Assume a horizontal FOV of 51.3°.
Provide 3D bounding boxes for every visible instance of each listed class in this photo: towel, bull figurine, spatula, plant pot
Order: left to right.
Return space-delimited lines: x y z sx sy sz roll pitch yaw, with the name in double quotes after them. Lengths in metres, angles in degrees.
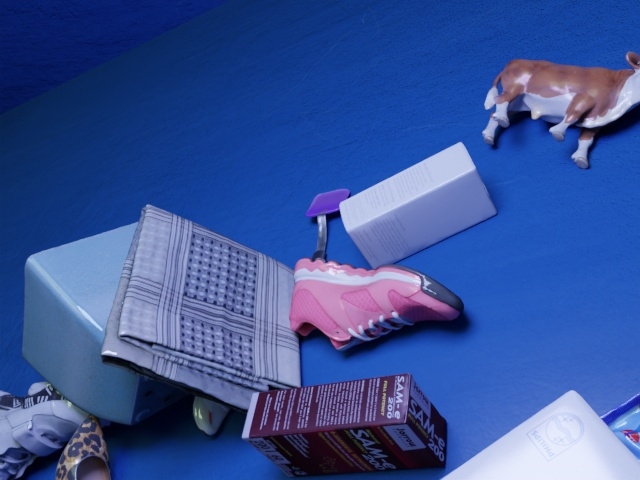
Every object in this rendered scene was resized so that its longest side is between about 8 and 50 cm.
-0.321 0.155 1.122 0.252 0.248 0.247 41 41 26 "plant pot"
-0.167 0.107 1.061 0.056 0.312 0.324 -44 31 35 "towel"
0.000 0.000 1.247 0.084 0.030 0.296 -12 44 25 "spatula"
0.415 -0.230 1.110 0.310 0.101 0.188 22 68 47 "bull figurine"

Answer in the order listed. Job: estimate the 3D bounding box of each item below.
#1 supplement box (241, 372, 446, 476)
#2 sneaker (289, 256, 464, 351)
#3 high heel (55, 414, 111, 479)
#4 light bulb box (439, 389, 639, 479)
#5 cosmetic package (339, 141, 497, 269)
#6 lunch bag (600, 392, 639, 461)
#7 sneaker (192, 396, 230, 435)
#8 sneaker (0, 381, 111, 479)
0.032 0.251 0.888 0.239 0.130 0.073 -15 43 27 "supplement box"
0.077 0.114 1.038 0.314 0.116 0.136 3 70 41 "sneaker"
-0.325 0.392 1.032 0.186 0.093 0.261 -18 59 31 "high heel"
0.150 0.371 0.494 0.361 0.358 0.225 -34 36 1 "light bulb box"
0.160 -0.053 1.112 0.231 0.117 0.085 -26 41 11 "cosmetic package"
0.395 0.253 0.537 0.138 0.221 0.293 -40 38 -4 "lunch bag"
-0.154 0.241 1.097 0.075 0.057 0.161 -17 39 31 "sneaker"
-0.537 0.378 1.196 0.366 0.137 0.210 -9 53 26 "sneaker"
